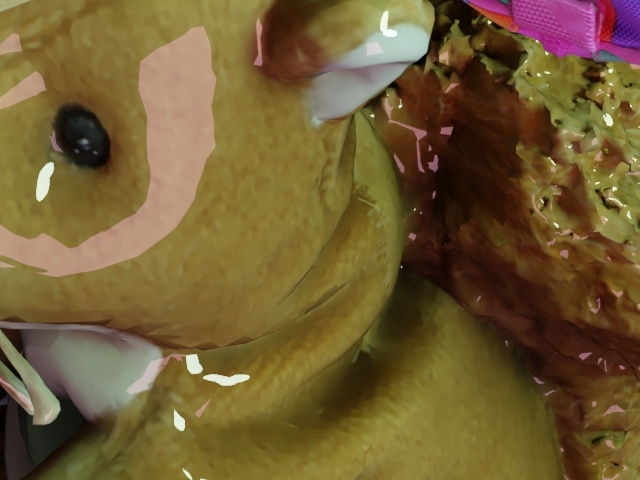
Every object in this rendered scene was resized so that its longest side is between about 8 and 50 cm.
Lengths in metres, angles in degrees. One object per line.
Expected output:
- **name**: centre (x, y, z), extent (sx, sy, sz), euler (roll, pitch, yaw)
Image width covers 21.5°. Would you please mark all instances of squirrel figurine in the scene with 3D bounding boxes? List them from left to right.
- **squirrel figurine**: centre (0.000, 0.000, 0.619), extent (0.397, 0.281, 0.370), euler (-21, 133, -17)

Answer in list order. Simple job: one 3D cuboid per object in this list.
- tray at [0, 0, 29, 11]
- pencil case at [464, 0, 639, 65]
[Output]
- **tray**: centre (-0.119, -0.226, 0.261), extent (0.203, 0.076, 0.410), euler (-24, 128, -16)
- **pencil case**: centre (0.118, -0.133, 0.484), extent (0.236, 0.104, 0.104), euler (-41, 163, -44)
